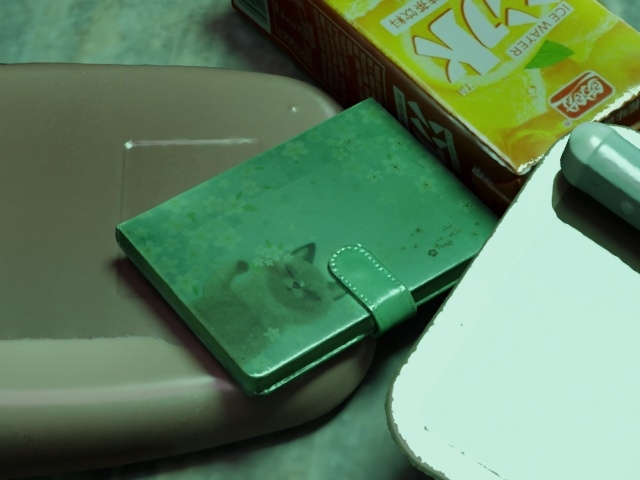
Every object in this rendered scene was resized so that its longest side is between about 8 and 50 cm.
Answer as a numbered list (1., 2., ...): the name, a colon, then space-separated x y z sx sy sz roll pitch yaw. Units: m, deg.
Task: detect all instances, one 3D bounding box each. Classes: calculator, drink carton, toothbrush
1. calculator: -0.126 0.002 0.729 0.329 0.048 0.220 -4 49 0
2. drink carton: 0.054 -0.096 0.772 0.096 0.071 0.223 -32 55 -18
3. toothbrush: 0.228 0.059 0.613 0.342 0.025 0.030 36 55 16

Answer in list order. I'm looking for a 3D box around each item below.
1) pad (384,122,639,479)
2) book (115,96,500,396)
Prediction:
1. pad: 0.171 0.071 0.623 0.266 0.002 0.176 30 65 14
2. book: 0.000 0.000 0.694 0.135 0.017 0.103 -28 57 -25
